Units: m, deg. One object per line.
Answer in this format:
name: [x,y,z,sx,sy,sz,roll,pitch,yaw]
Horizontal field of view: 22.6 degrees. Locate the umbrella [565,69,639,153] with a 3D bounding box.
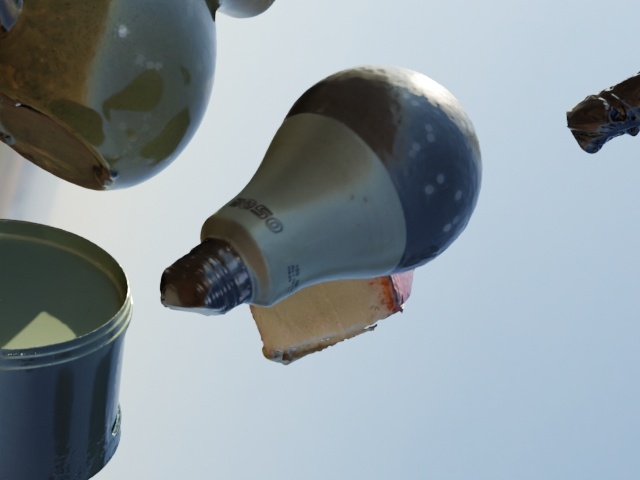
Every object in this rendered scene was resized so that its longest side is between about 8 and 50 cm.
umbrella: [0.355,-0.158,1.617,0.224,0.071,0.080,-32,-173,25]

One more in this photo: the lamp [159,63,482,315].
lamp: [0.017,-0.026,1.325,0.314,0.182,0.182,-48,167,-46]

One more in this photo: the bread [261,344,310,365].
bread: [-0.038,0.115,1.780,0.049,0.033,0.088,-39,163,10]

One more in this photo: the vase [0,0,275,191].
vase: [-0.217,-0.239,1.565,0.241,0.329,0.302,11,-118,43]

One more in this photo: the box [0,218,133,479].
box: [-0.276,0.097,1.354,0.226,0.226,0.149,-93,-169,-62]

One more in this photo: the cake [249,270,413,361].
cake: [0.000,0.000,1.706,0.262,0.158,0.159,-69,136,-74]
